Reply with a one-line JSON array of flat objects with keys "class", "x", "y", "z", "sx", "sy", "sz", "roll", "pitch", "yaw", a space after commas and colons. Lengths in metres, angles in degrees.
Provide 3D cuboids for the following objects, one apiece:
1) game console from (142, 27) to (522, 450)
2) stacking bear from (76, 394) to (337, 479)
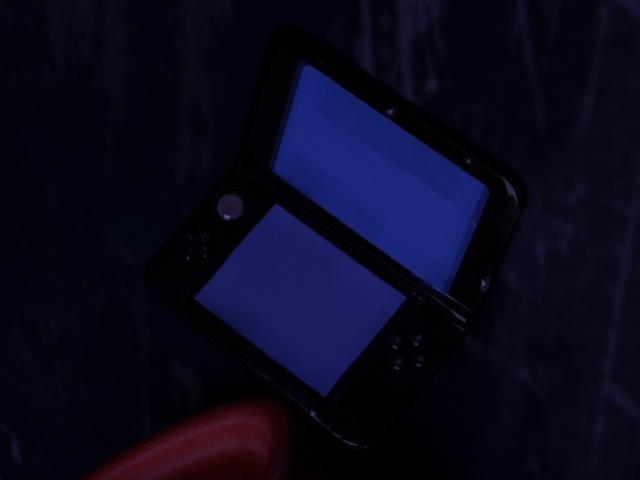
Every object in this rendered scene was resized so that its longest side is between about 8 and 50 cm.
[{"class": "game console", "x": 0.000, "y": 0.000, "z": 0.647, "sx": 0.122, "sy": 0.107, "sz": 0.071, "roll": 36, "pitch": 167, "yaw": 20}, {"class": "stacking bear", "x": 0.010, "y": 0.224, "z": 0.740, "sx": 0.164, "sy": 0.175, "sz": 0.289, "roll": -35, "pitch": 108, "yaw": 9}]
